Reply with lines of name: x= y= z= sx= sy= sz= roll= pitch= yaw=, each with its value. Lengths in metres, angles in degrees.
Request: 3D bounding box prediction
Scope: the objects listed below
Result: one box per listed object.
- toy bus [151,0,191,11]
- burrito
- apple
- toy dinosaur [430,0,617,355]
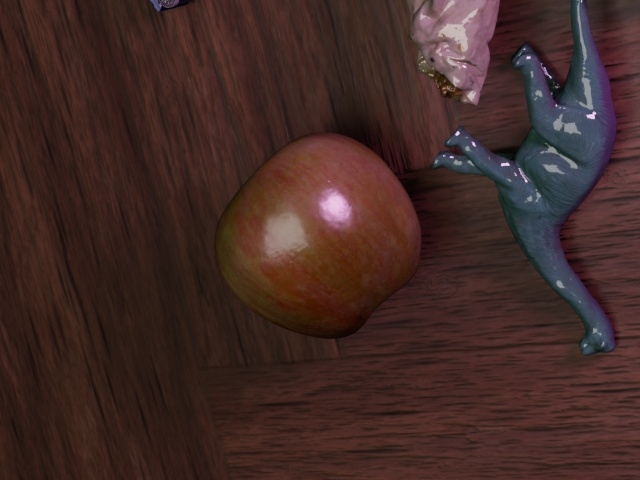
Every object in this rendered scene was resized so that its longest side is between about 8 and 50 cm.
toy bus: x=-0.170 y=-0.379 z=1.758 sx=0.076 sy=0.073 sz=0.167 roll=48 pitch=123 yaw=8
burrito: x=0.157 y=-0.351 z=1.504 sx=0.117 sy=0.076 sz=0.392 roll=12 pitch=108 yaw=21
apple: x=0.000 y=0.000 z=1.695 sx=0.234 sy=0.257 sz=0.257 roll=48 pitch=123 yaw=3
toy dinosaur: x=0.325 y=-0.076 z=1.596 sx=0.331 sy=0.129 sz=0.383 roll=38 pitch=120 yaw=0
